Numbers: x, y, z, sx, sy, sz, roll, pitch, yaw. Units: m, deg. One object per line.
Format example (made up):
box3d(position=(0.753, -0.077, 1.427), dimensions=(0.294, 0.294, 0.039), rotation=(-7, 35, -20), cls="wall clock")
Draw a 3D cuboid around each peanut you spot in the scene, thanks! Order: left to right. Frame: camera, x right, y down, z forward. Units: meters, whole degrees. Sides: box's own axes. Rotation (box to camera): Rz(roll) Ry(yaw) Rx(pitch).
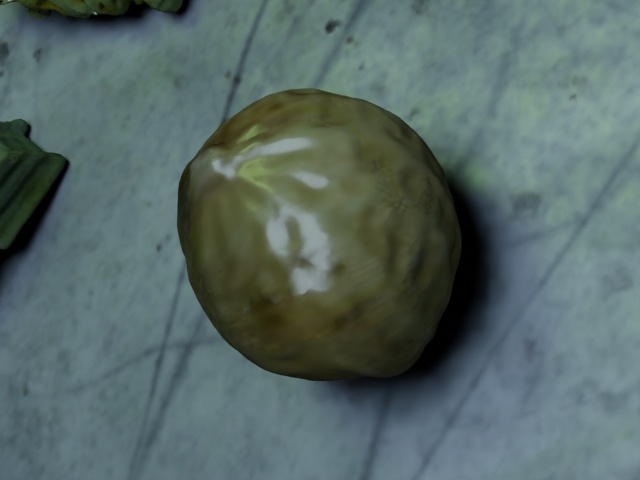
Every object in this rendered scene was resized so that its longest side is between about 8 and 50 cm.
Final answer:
box3d(position=(0.000, 0.000, 1.006), dimensions=(0.140, 0.109, 0.159), rotation=(-44, 63, 30), cls="peanut")

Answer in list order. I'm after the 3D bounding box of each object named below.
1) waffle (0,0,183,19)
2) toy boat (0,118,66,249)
box3d(position=(-0.158, -0.239, 1.220), dimensions=(0.214, 0.054, 0.208), rotation=(7, 91, 26), cls="waffle")
box3d(position=(-0.265, 0.051, 1.227), dimensions=(0.093, 0.055, 0.293), rotation=(39, 98, 44), cls="toy boat")
